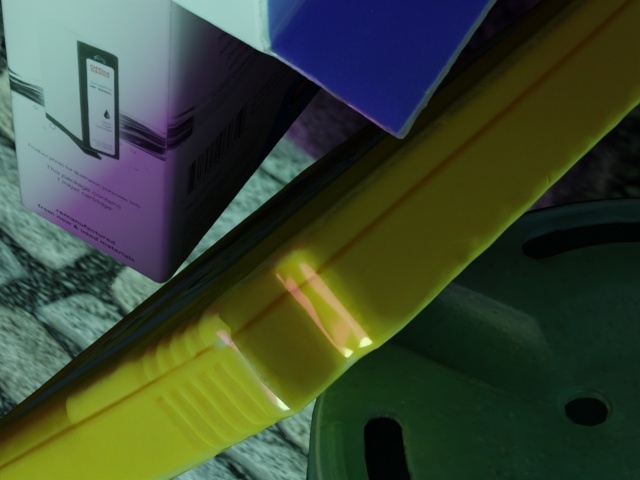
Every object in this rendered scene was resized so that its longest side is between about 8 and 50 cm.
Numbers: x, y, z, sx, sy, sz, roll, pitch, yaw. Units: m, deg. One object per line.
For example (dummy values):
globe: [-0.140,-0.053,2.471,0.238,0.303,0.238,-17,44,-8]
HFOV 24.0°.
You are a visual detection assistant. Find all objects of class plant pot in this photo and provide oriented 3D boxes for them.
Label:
plant pot: [0.125,0.186,0.607,0.341,0.341,0.334,19,137,23]

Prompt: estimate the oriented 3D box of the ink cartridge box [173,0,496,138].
ink cartridge box: [-0.011,-0.162,0.468,0.208,0.206,0.045,31,150,4]

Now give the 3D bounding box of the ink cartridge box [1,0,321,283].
ink cartridge box: [-0.057,-0.103,0.635,0.086,0.148,0.203,29,146,13]

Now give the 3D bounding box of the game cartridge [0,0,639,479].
game cartridge: [0.000,0.000,0.594,0.052,0.285,0.324,51,145,-2]
